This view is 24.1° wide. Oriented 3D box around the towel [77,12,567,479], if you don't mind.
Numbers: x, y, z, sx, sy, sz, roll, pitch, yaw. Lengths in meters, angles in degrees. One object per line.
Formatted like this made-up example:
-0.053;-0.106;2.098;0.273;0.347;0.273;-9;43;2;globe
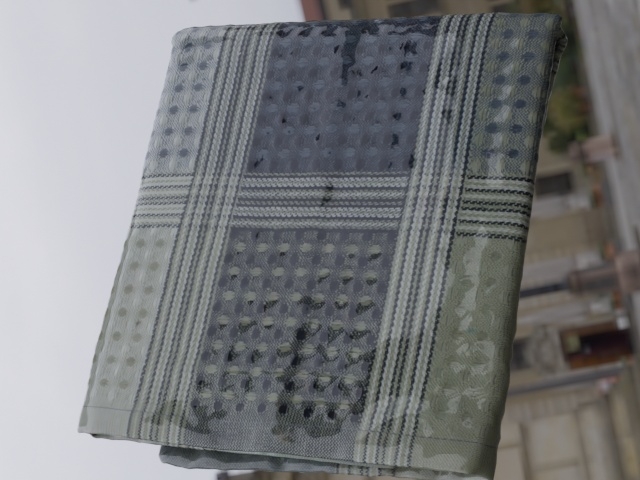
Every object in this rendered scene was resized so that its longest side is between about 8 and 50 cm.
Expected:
0.000;0.000;0.998;0.056;0.312;0.324;40;-123;-54;towel
